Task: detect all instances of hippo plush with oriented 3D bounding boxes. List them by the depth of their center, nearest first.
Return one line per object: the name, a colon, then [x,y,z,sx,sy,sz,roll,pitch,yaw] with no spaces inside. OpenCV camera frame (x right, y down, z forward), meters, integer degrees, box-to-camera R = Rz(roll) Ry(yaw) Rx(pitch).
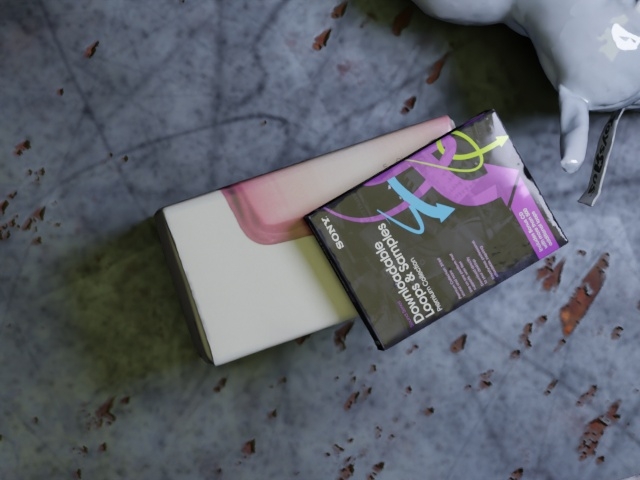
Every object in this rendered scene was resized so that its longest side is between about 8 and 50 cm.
hippo plush: [0.181,-0.202,1.536,0.237,0.234,0.294,28,86,19]

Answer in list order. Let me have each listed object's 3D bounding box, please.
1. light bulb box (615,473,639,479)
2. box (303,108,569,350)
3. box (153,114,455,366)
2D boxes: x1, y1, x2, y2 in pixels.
light bulb box: [0.130,0.396,1.372,0.358,0.225,0.361,-16,94,0]
box: [0.085,-0.008,1.429,0.162,0.029,0.116,-31,94,-6]
box: [0.000,0.000,1.508,0.232,0.148,0.126,-18,91,-8]
